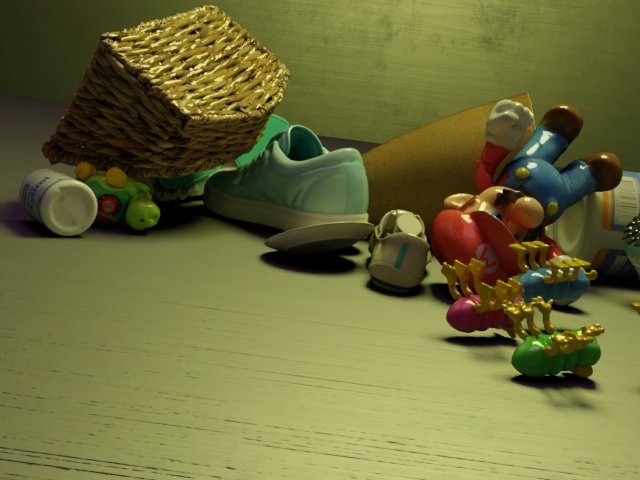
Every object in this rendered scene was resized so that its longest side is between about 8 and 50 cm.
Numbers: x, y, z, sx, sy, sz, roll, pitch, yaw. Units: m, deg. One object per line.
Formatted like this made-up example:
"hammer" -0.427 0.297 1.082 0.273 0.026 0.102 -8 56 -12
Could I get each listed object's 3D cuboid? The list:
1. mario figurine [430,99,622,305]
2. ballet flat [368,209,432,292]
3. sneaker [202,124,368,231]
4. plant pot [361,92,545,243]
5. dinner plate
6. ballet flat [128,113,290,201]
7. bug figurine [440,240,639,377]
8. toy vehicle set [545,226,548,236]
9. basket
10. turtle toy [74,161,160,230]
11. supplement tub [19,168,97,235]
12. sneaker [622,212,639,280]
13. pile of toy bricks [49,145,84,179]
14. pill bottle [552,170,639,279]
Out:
"mario figurine" 0.264 -0.051 1.197 0.198 0.170 0.320 26 47 27
"ballet flat" 0.103 0.002 1.230 0.086 0.086 0.248 7 10 1
"sneaker" -0.047 -0.096 1.454 0.135 0.150 0.366 1 8 -40
"plant pot" 0.194 -0.085 1.476 0.254 0.237 0.237 -6 8 10
"dinner plate" 0.000 0.000 1.243 0.141 0.017 0.141 -7 -9 -1
"ballet flat" -0.201 -0.147 1.674 0.147 0.147 0.409 14 17 31
"bug figurine" 0.240 0.075 0.945 0.216 0.072 0.279 -4 18 -23
"toy vehicle set" 0.296 -0.034 1.700 0.166 0.035 0.267 9 10 6
"basket" -0.202 -0.174 1.423 0.213 0.223 0.299 42 32 6
"turtle toy" -0.266 -0.052 1.300 0.130 0.066 0.095 12 -15 24
"supplement tub" -0.327 -0.049 1.232 0.071 0.071 0.107 1 11 -34
"sneaker" 0.502 -0.015 1.290 0.283 0.122 0.110 -30 23 -25
"pile of toy bricks" -0.363 -0.133 1.663 0.105 0.118 0.212 -19 11 34
"pill bottle" 0.483 -0.016 1.405 0.272 0.152 0.152 6 10 -8
